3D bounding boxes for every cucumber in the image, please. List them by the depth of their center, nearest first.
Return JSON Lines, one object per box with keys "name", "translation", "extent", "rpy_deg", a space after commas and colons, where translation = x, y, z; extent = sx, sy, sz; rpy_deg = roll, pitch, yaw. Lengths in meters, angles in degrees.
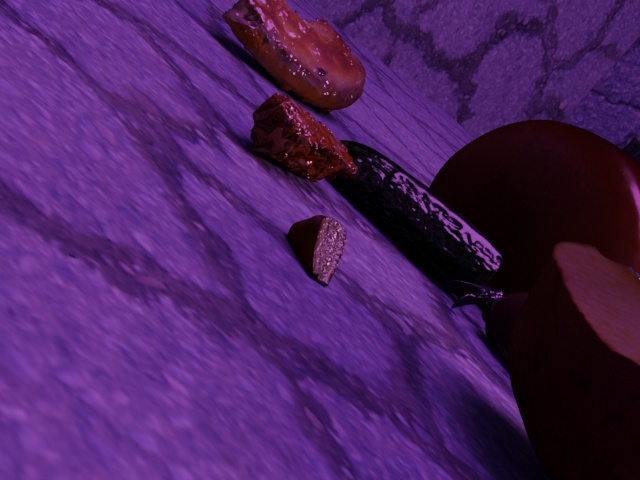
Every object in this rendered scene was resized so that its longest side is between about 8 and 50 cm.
{"name": "cucumber", "translation": [0.100, -0.033, 1.450], "extent": [0.241, 0.074, 0.074], "rpy_deg": [42, 11, 10]}

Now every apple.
{"name": "apple", "translation": [0.317, 0.142, 1.002], "extent": [0.365, 0.295, 0.329], "rpy_deg": [50, -15, 50]}

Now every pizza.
{"name": "pizza", "translation": [-0.039, -0.265, 1.822], "extent": [0.305, 0.085, 0.161], "rpy_deg": [26, 41, -49]}

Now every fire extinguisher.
{"name": "fire extinguisher", "translation": [0.213, 0.110, 1.320], "extent": [0.099, 0.071, 0.231], "rpy_deg": [-1, 35, -31]}

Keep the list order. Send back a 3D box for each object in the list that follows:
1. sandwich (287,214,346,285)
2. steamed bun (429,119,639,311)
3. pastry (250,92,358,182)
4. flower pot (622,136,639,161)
{"name": "sandwich", "translation": [0.000, 0.000, 1.064], "extent": [0.031, 0.044, 0.083], "rpy_deg": [30, 13, -29]}
{"name": "steamed bun", "translation": [0.313, 0.006, 1.566], "extent": [0.235, 0.248, 0.379], "rpy_deg": [33, 13, -39]}
{"name": "pastry", "translation": [-0.023, -0.099, 1.326], "extent": [0.087, 0.063, 0.169], "rpy_deg": [57, 12, 24]}
{"name": "flower pot", "translation": [0.421, 0.018, 1.817], "extent": [0.299, 0.283, 0.299], "rpy_deg": [38, 15, -12]}
